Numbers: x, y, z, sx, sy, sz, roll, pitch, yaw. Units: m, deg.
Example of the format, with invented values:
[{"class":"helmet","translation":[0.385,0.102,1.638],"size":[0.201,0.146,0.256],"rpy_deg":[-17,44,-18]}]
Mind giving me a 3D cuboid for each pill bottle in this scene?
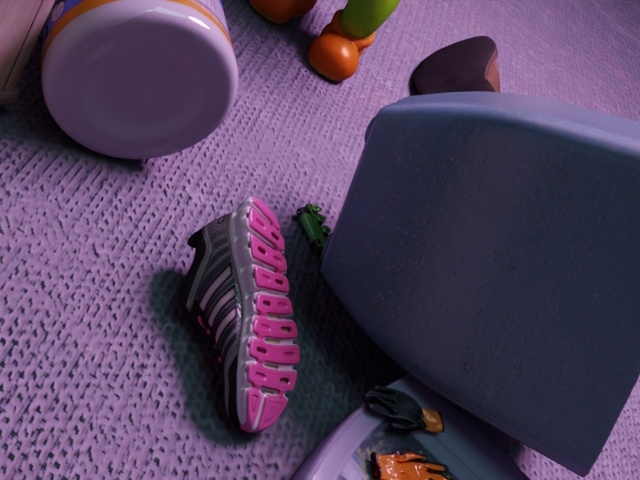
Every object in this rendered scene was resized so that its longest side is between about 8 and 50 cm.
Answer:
[{"class":"pill bottle","translation":[-0.164,-0.213,0.761],"size":[0.152,0.152,0.272],"rpy_deg":[15,41,-34]}]

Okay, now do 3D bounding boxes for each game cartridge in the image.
[{"class":"game cartridge","translation":[0.062,0.217,0.603],"size":[0.196,0.060,0.294],"rpy_deg":[40,34,4]}]

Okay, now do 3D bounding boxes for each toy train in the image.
[{"class":"toy train","translation":[0.000,0.000,0.810],"size":[0.024,0.017,0.083],"rpy_deg":[-4,54,-34]}]

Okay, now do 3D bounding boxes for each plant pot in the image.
[{"class":"plant pot","translation":[0.148,-0.007,0.741],"size":[0.252,0.247,0.248],"rpy_deg":[23,17,8]}]

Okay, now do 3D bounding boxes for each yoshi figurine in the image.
[{"class":"yoshi figurine","translation":[0.068,-0.345,0.949],"size":[0.204,0.362,0.203],"rpy_deg":[14,44,-36]}]

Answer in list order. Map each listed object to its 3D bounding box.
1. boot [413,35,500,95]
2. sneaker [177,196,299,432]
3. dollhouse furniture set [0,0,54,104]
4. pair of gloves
[{"class":"boot","translation":[0.191,-0.172,1.148],"size":[0.305,0.112,0.115],"rpy_deg":[-81,148,-56]},{"class":"sneaker","translation":[-0.064,0.056,0.650],"size":[0.063,0.075,0.170],"rpy_deg":[21,59,-56]},{"class":"dollhouse furniture set","translation":[-0.345,-0.311,0.613],"size":[0.394,0.256,0.362],"rpy_deg":[45,29,16]},{"class":"pair of gloves","translation":[0.064,0.142,0.632],"size":[0.074,0.010,0.083],"rpy_deg":[21,38,-27]}]
